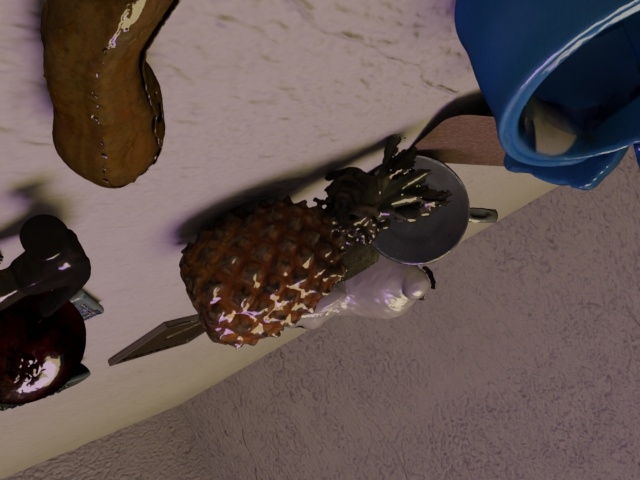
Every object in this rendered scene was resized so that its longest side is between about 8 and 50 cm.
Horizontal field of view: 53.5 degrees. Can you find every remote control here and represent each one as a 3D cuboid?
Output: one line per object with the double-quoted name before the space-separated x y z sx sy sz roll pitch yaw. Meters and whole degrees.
"remote control" -0.501 0.256 1.092 0.072 0.042 0.222 -35 165 33
"remote control" -0.320 0.089 0.828 0.053 0.018 0.124 -24 168 -13

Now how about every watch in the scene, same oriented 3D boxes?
"watch" 0.234 -0.166 0.559 0.274 0.242 0.305 5 148 -39

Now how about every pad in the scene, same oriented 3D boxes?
"pad" 0.270 -0.140 0.927 0.265 0.002 0.176 1 167 -16

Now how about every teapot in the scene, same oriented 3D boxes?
"teapot" 0.157 -0.046 1.002 0.239 0.163 0.149 3 -178 8

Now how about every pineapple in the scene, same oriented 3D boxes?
"pineapple" 0.000 0.000 0.817 0.360 0.175 0.175 -25 168 -12

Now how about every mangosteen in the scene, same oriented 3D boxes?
"mangosteen" -0.325 0.110 0.699 0.140 0.140 0.140 -27 169 -6

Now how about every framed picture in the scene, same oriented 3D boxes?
"framed picture" -0.310 0.202 1.370 0.184 0.016 0.250 -34 168 26

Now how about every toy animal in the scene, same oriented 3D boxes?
"toy animal" 0.071 0.121 1.523 0.357 0.194 0.258 -18 177 -9

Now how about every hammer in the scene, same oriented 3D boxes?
"hammer" -0.400 0.096 0.502 0.439 0.044 0.168 -24 170 -18

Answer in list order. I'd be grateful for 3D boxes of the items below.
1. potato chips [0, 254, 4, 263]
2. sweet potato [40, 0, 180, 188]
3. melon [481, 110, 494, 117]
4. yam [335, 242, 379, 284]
"potato chips" -0.359 0.041 0.511 0.209 0.026 0.142 -21 168 -38
"sweet potato" -0.117 -0.101 0.360 0.081 0.062 0.233 -39 173 -34
"melon" 0.284 -0.188 0.913 0.117 0.064 0.209 -22 167 5
"yam" 0.031 0.026 1.175 0.183 0.107 0.107 -24 168 -26
